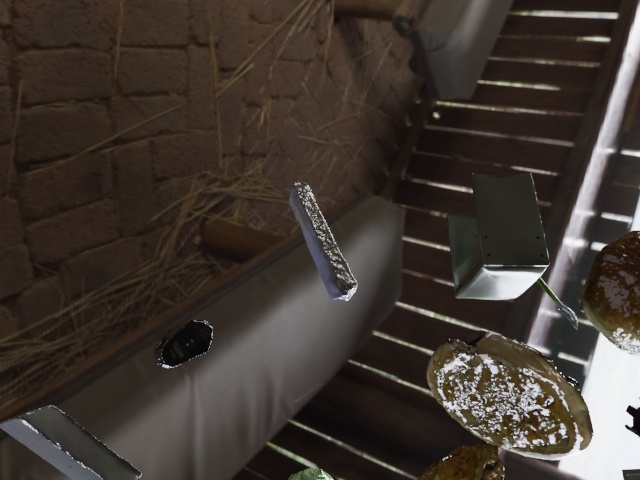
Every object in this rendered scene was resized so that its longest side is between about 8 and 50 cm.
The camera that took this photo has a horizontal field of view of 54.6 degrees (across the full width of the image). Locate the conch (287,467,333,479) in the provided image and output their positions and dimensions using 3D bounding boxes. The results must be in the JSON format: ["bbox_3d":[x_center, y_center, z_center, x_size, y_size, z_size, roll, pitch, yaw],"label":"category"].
[{"bbox_3d":[-0.057,0.800,1.889,0.250,0.144,0.137,-57,180,19],"label":"conch"}]

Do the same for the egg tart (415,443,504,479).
[{"bbox_3d":[0.253,0.513,1.203,0.107,0.291,0.291,53,41,2],"label":"egg tart"}]

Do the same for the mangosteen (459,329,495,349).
[{"bbox_3d":[0.465,0.347,1.765,0.173,0.184,0.172,-31,158,-14],"label":"mangosteen"}]

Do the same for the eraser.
[{"bbox_3d":[-0.603,0.512,1.514,0.352,0.111,0.077,48,40,-23],"label":"eraser"}]

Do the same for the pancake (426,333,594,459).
[{"bbox_3d":[0.412,0.355,1.403,0.071,0.383,0.382,-49,141,-39],"label":"pancake"}]

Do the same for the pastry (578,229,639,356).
[{"bbox_3d":[0.795,0.127,1.486,0.329,0.330,0.136,-61,157,-24],"label":"pastry"}]

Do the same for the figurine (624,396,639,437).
[{"bbox_3d":[1.102,0.595,1.915,0.308,0.309,0.143,-61,169,-24],"label":"figurine"}]

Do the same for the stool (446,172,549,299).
[{"bbox_3d":[0.455,-0.003,1.633,0.243,0.171,0.269,101,-12,-64],"label":"stool"}]

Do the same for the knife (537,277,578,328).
[{"bbox_3d":[0.631,0.161,1.651,0.026,0.184,0.022,-24,145,-12],"label":"knife"}]

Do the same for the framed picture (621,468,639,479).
[{"bbox_3d":[0.947,0.711,1.668,0.018,0.265,0.192,13,63,-26],"label":"framed picture"}]

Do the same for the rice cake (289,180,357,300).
[{"bbox_3d":[0.000,-0.001,1.615,0.064,0.399,0.070,-3,140,-27],"label":"rice cake"}]

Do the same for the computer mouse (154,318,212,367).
[{"bbox_3d":[-0.357,0.266,1.611,0.172,0.057,0.099,-32,111,-27],"label":"computer mouse"}]
